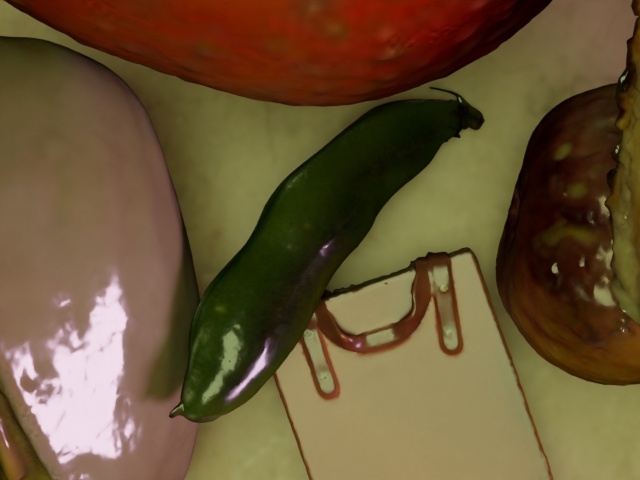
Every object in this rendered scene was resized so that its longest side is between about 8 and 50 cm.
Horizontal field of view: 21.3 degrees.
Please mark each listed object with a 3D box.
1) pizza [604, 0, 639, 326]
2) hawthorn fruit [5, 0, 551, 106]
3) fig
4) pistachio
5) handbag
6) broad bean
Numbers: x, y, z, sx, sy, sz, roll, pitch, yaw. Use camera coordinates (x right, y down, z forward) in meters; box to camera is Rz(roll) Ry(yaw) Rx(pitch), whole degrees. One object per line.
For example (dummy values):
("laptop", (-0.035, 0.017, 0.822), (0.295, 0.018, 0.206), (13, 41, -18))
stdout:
("pizza", (0.244, -0.191, 0.693), (0.440, 0.406, 0.130), (-45, 42, -11))
("hawthorn fruit", (-0.054, -0.250, 0.779), (0.403, 0.403, 0.402), (0, 89, 4))
("fig", (0.216, 0.009, 0.899), (0.257, 0.159, 0.159), (8, 90, -18))
("pistachio", (-0.149, 0.031, 0.883), (0.166, 0.197, 0.288), (-11, 100, 8))
("handbag", (0.054, 0.108, 0.937), (0.127, 0.063, 0.190), (-18, 90, 4))
("broad bean", (-0.002, -0.003, 0.904), (0.254, 0.046, 0.065), (-50, 115, -24))
